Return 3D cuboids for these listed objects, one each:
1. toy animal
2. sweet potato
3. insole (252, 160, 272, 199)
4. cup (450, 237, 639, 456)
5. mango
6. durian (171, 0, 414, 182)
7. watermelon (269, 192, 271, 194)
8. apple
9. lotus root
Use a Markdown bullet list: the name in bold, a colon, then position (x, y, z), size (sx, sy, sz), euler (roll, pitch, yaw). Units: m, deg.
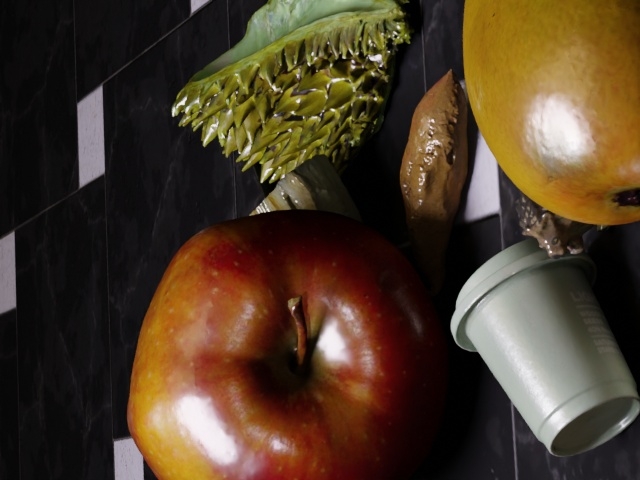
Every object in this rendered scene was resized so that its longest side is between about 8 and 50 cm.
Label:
- **toy animal**: position (0.182, -0.057, 1.486), size (0.220, 0.086, 0.069), euler (-96, 20, -64)
- **sweet potato**: position (0.097, -0.048, 1.692), size (0.068, 0.060, 0.206), euler (-52, -34, -61)
- **insole**: position (-0.066, -0.080, 2.092), size (0.188, 0.004, 0.064), euler (-110, -7, -46)
- **cup**: position (0.174, 0.081, 1.455), size (0.141, 0.120, 0.120), euler (59, 143, 28)
- **mango**: position (0.186, -0.144, 1.354), size (0.317, 0.173, 0.211), euler (-105, 28, -47)
- **durian**: position (-0.010, -0.160, 1.934), size (0.198, 0.163, 0.394), euler (-56, 16, -25)
- **watermelon**: position (-0.049, 0.019, 1.975), size (0.125, 0.094, 0.135), euler (130, 130, -69)
- **apple**: position (-0.032, 0.125, 1.712), size (0.317, 0.288, 0.288), euler (128, 138, -68)
- **lotus root**: position (0.002, -0.001, 1.865), size (0.144, 0.070, 0.143), euler (57, 146, -3)
